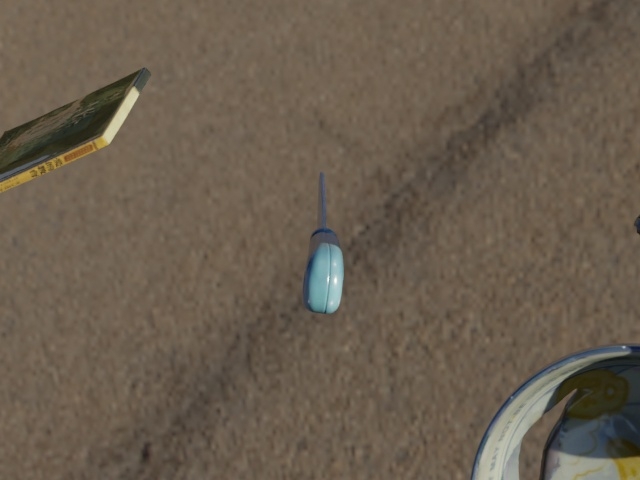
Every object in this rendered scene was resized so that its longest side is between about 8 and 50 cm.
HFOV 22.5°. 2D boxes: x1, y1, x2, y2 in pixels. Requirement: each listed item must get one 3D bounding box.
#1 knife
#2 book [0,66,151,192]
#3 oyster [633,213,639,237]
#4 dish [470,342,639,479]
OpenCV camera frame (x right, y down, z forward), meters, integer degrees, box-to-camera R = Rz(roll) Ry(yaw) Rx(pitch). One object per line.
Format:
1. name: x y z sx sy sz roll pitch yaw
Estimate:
1. knife: 0.000 0.002 1.358 0.032 0.058 0.244 1 19 -2
2. book: -0.235 -0.090 1.417 0.172 0.012 0.118 -20 29 28
3. oyster: 0.270 -0.089 1.124 0.083 0.214 0.223 27 90 18
4. dish: 0.270 0.213 1.425 0.273 0.273 0.134 -1 9 7
